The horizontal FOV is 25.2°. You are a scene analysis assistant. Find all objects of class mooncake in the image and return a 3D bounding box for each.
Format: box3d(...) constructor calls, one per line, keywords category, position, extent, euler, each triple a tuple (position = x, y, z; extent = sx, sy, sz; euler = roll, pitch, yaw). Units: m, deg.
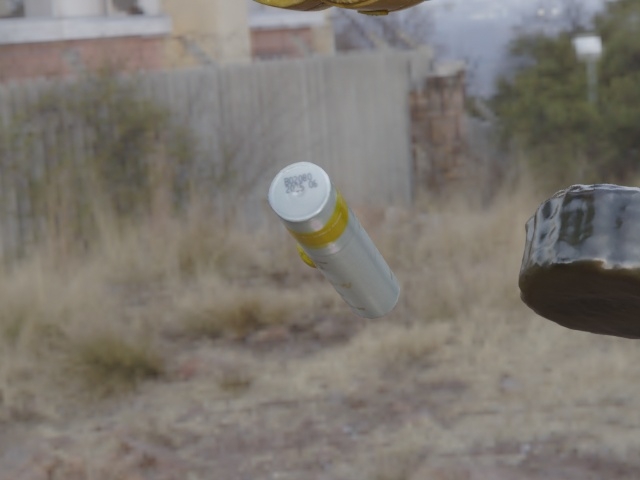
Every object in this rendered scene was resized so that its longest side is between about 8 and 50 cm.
box3d(category="mooncake", position=(0.343, 0.027, 1.666), extent=(0.228, 0.124, 0.228), euler=(10, -22, 4))

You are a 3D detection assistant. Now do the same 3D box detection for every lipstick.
box3d(category="lipstick", position=(0.018, 0.006, 1.330), extent=(0.059, 0.059, 0.264), euler=(-2, -21, 17))

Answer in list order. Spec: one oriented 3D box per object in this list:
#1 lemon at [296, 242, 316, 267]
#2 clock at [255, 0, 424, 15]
box3d(category="lemon", position=(0.000, 0.000, 1.832), extent=(0.062, 0.083, 0.062), euler=(3, -31, 2))
box3d(category="clock", position=(0.048, -0.372, 1.591), extent=(0.200, 0.244, 0.317), euler=(-6, 15, -42))
